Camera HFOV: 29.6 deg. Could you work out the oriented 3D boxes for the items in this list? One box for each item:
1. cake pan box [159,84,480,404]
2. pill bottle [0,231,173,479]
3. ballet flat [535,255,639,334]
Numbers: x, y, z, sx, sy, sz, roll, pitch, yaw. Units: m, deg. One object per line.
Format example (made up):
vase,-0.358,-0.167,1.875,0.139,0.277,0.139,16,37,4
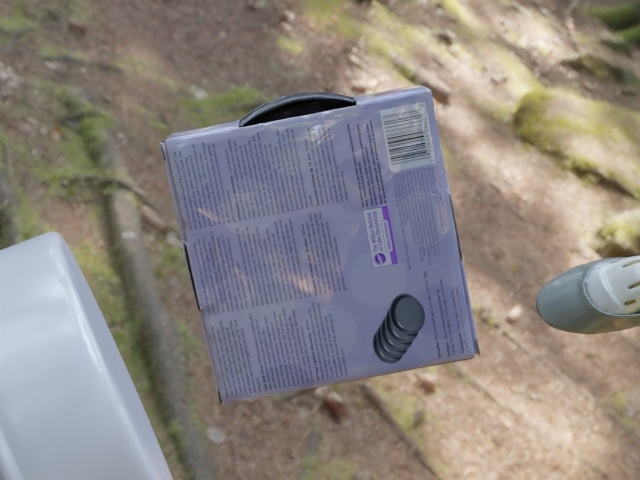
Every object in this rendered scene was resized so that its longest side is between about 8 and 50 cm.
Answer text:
cake pan box,0.000,0.000,1.103,0.070,0.246,0.266,-107,-176,-79
pill bottle,-0.203,0.114,0.451,0.283,0.161,0.161,-24,53,-8
ballet flat,0.298,0.036,1.070,0.213,0.068,0.072,-5,61,-6
